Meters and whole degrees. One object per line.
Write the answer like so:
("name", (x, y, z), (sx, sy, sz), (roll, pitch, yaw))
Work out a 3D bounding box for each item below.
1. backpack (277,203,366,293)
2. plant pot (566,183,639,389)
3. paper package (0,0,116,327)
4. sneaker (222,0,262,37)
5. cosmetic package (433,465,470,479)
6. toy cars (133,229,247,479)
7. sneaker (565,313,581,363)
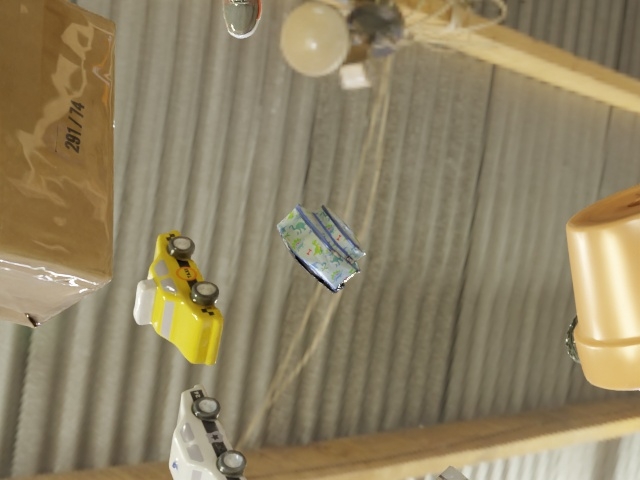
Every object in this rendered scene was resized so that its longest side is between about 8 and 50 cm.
("backpack", (0.000, 0.000, 1.559), (0.084, 0.105, 0.114), (-45, -51, 7))
("plant pot", (0.443, 0.038, 1.432), (0.291, 0.291, 0.203), (-29, -81, -38))
("paper package", (-0.368, -0.103, 1.125), (0.309, 0.168, 0.325), (19, -123, -44))
("sneaker", (-0.119, -0.375, 1.618), (0.065, 0.061, 0.158), (-9, -77, -80))
("cosmetic package", (0.245, 0.557, 2.021), (0.156, 0.217, 0.385), (-58, -14, 7))
("toy cars", (-0.176, 0.176, 1.418), (0.087, 0.176, 0.394), (-7, -98, -25))
("sneaker", (0.529, 0.145, 2.056), (0.100, 0.108, 0.271), (-53, -1, 38))
